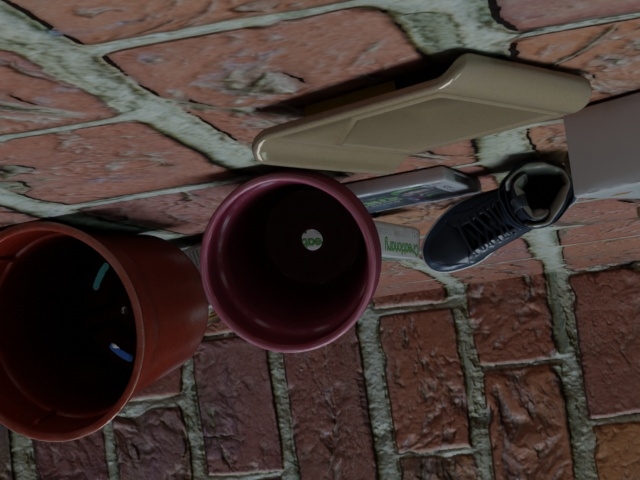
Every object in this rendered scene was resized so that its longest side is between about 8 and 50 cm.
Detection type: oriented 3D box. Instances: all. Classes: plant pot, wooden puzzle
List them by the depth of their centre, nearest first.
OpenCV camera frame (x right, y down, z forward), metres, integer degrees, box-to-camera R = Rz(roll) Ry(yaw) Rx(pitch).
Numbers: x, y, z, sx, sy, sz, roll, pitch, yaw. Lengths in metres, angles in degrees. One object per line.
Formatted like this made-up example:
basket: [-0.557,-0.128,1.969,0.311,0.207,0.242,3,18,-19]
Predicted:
wooden puzzle: [0.090,-0.115,1.252,0.238,0.044,0.221,-18,168,38]
plant pot: [-0.023,0.009,1.612,0.201,0.201,0.180,-9,-170,11]
plant pot: [-0.290,0.100,1.832,0.272,0.272,0.265,-10,-178,21]

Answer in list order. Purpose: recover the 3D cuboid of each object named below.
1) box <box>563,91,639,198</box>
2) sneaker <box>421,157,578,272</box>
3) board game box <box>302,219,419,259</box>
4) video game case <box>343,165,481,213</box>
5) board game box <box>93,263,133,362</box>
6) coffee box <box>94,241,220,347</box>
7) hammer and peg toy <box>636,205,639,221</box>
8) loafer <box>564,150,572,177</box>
box: [0.353,-0.098,1.444,0.130,0.091,0.170,-13,172,41]
sneaker: [0.218,-0.029,1.743,0.226,0.086,0.163,-31,177,10]
board game box: [0.000,0.000,1.985,0.193,0.053,0.305,-2,176,24]
video game case: [0.093,-0.060,1.795,0.190,0.022,0.173,-10,173,21]
board game box: [-0.326,0.140,2.241,0.047,0.210,0.160,-8,174,-4]
coffee box: [-0.192,0.075,2.105,0.246,0.098,0.141,-23,169,18]
hammer and peg toy: [0.635,-0.069,1.884,0.266,0.127,0.361,-1,171,-33]
loafer: [0.355,-0.097,1.616,0.148,0.056,0.050,-10,167,26]
